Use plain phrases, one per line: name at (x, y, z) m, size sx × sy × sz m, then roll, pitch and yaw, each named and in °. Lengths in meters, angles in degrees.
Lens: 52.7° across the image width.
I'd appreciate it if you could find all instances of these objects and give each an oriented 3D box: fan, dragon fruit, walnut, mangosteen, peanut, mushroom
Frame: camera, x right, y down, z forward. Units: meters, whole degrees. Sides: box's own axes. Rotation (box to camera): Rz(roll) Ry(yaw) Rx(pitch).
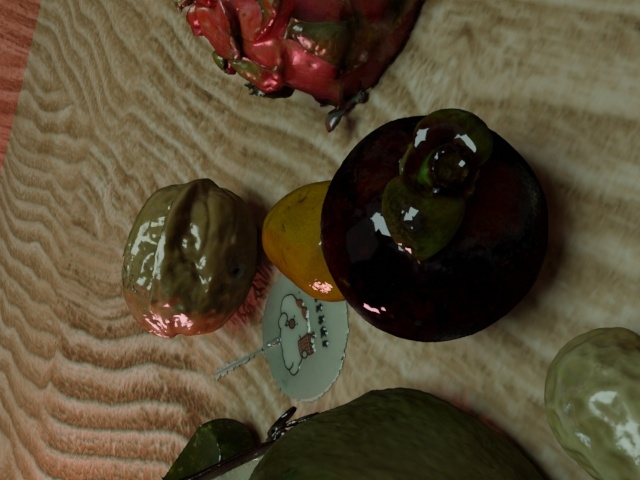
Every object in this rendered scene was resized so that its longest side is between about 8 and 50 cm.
fan at (-0.071, 0.151, 0.927) m, size 0.329 × 0.009 × 0.190 m, roll -31°, pitch 61°, yaw 42°
dragon fruit at (-0.045, -0.332, 0.783) m, size 0.296 × 0.263 × 0.314 m, roll -42°, pitch 53°, yaw 36°
walnut at (-0.189, 0.026, 0.954) m, size 0.198 × 0.198 × 0.245 m, roll 1°, pitch 78°, yaw 50°
mangosteen at (0.100, -0.011, 0.591) m, size 0.216 × 0.216 × 0.216 m, roll -11°, pitch 75°, yaw 48°
peanut at (0.254, 0.199, 0.445) m, size 0.136 × 0.120 × 0.298 m, roll -21°, pitch 61°, yaw 5°
mushroom at (0.063, 0.217, 0.565) m, size 0.292 × 0.212 × 0.217 m, roll 10°, pitch 57°, yaw 48°

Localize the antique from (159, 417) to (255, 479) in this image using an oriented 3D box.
antique at (-0.169, 0.355, 0.956) m, size 0.221 × 0.080 × 0.081 m, roll -55°, pitch 48°, yaw 26°

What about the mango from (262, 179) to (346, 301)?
mango at (0.000, 0.000, 0.791) m, size 0.227 × 0.109 × 0.147 m, roll -1°, pitch 86°, yaw 51°

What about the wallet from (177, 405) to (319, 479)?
wallet at (-0.095, 0.393, 0.815) m, size 0.335 × 0.068 × 0.274 m, roll -33°, pitch 69°, yaw 23°
